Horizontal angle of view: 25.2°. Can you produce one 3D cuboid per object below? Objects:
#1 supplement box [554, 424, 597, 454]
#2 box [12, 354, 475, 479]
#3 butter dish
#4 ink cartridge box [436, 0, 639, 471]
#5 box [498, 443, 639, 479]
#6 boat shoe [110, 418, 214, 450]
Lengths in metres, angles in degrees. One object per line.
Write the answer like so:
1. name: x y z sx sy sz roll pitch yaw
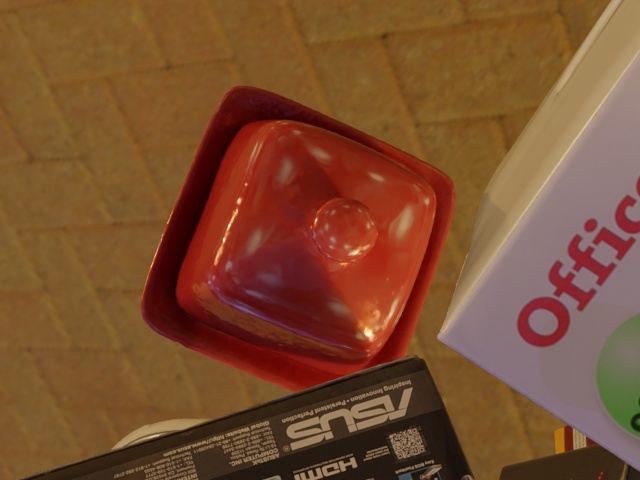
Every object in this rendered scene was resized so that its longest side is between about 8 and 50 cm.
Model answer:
1. supplement box: 0.302 0.185 1.226 0.188 0.104 0.081 -27 115 22
2. box: -0.085 0.251 0.642 0.097 0.395 0.318 81 170 -52
3. butter dish: 0.000 0.000 0.798 0.160 0.160 0.118 23 168 -10
4. ink cartridge box: 0.215 0.000 0.530 0.270 0.197 0.198 32 113 0
5. box: 0.196 0.293 0.994 0.143 0.270 0.165 26 153 -19
6. boat shoe: -0.091 0.179 1.040 0.228 0.076 0.080 -14 108 33
